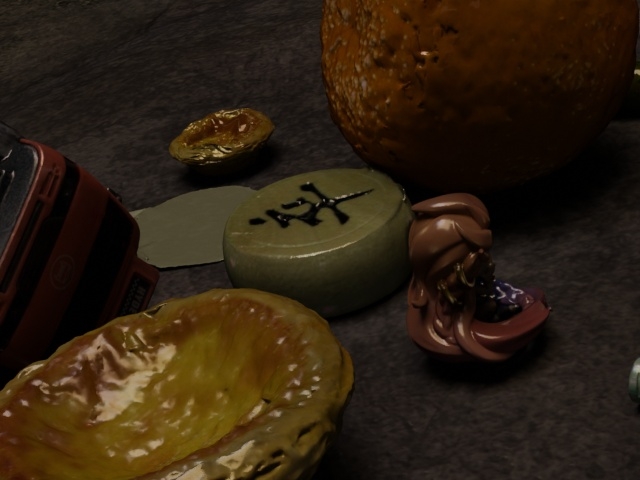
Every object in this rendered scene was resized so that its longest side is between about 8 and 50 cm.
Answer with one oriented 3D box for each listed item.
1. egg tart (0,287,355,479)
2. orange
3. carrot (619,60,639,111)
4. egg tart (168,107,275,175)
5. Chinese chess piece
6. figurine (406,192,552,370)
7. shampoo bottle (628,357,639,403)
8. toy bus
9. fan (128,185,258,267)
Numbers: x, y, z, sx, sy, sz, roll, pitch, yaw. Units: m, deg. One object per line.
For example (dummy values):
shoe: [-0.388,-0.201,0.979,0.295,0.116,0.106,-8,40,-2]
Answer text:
egg tart: [-0.112,0.159,1.092,0.318,0.128,0.319,-13,26,7]
orange: [0.160,-0.210,1.473,0.293,0.341,0.340,0,21,-21]
carrot: [0.255,-0.174,1.643,0.358,0.074,0.074,2,30,27]
egg tart: [-0.112,-0.111,1.715,0.130,0.052,0.130,-11,28,6]
Chinese chess piece: [0.000,0.000,1.405,0.188,0.083,0.188,-9,28,5]
figurine: [0.113,0.039,1.214,0.114,0.157,0.126,-39,35,-4]
shampoo bottle: [0.316,0.114,1.066,0.190,0.041,0.069,6,38,35]
toy bus: [-0.368,0.007,1.392,0.426,0.233,0.203,10,73,40]
fan: [-0.190,-0.020,1.615,0.310,0.010,0.182,5,31,28]
